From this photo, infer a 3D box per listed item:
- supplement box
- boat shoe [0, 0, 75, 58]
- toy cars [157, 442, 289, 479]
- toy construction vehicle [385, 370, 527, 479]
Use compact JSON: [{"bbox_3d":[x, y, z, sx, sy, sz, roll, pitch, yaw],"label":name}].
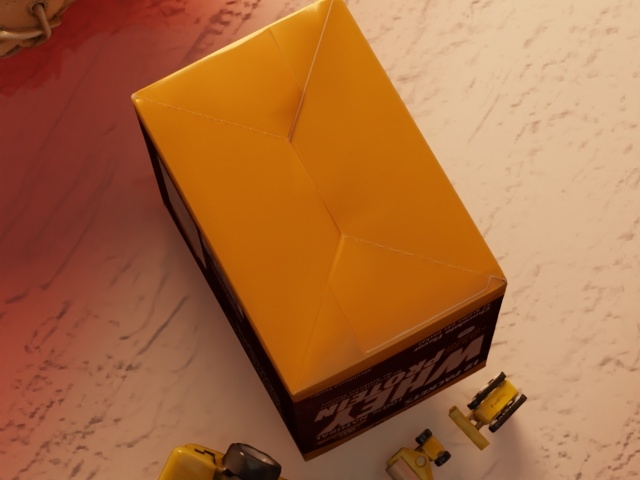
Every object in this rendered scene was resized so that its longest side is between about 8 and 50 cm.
[{"bbox_3d":[0.000,0.000,1.124,0.129,0.194,0.191,-28,75,-7],"label":"supplement box"},{"bbox_3d":[-0.198,-0.161,1.181,0.341,0.121,0.110,-3,90,5],"label":"boat shoe"},{"bbox_3d":[-0.120,0.215,1.170,0.394,0.087,0.176,-16,98,-2],"label":"toy cars"},{"bbox_3d":[0.065,0.105,1.222,0.086,0.035,0.098,45,75,-1],"label":"toy construction vehicle"}]
